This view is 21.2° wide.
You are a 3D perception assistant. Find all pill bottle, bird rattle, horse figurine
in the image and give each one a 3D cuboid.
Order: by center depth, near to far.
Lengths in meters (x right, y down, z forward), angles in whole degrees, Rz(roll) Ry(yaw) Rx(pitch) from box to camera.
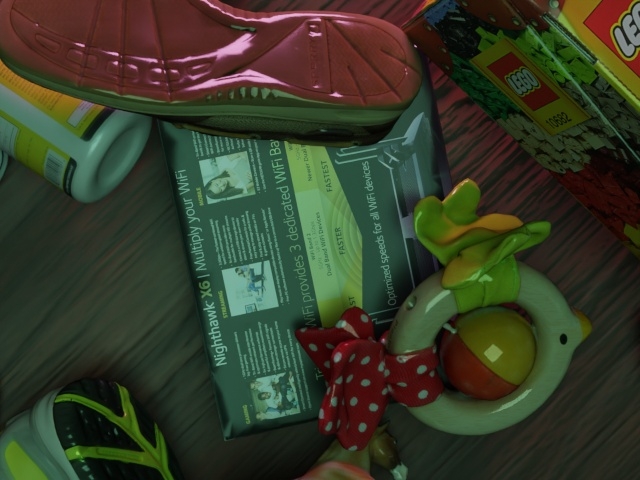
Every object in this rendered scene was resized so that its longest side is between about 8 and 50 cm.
[{"bbox_3d":[0.116,0.088,1.430,0.207,0.143,0.253,33,94,-24],"label":"bird rattle"},{"bbox_3d":[-0.243,-0.119,1.456,0.184,0.103,0.103,34,91,12],"label":"pill bottle"},{"bbox_3d":[-0.014,0.257,1.463,0.263,0.066,0.174,-17,65,-23],"label":"horse figurine"}]

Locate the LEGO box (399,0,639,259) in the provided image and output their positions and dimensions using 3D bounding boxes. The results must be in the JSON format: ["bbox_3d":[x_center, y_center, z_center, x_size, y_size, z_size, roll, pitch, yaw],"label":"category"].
[{"bbox_3d":[0.376,-0.241,1.405,0.372,0.193,0.500,43,74,-7],"label":"LEGO box"}]

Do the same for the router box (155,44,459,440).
[{"bbox_3d":[0.000,0.000,1.511,0.243,0.081,0.309,-11,96,-4],"label":"router box"}]

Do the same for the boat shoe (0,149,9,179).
[{"bbox_3d":[-0.370,-0.025,1.479,0.226,0.076,0.083,-35,97,-1],"label":"boat shoe"}]

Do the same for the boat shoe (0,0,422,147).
[{"bbox_3d":[-0.095,-0.130,1.390,0.342,0.123,0.123,4,62,-12],"label":"boat shoe"}]

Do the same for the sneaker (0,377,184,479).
[{"bbox_3d":[-0.159,0.299,1.516,0.147,0.145,0.384,-22,102,30],"label":"sneaker"}]
